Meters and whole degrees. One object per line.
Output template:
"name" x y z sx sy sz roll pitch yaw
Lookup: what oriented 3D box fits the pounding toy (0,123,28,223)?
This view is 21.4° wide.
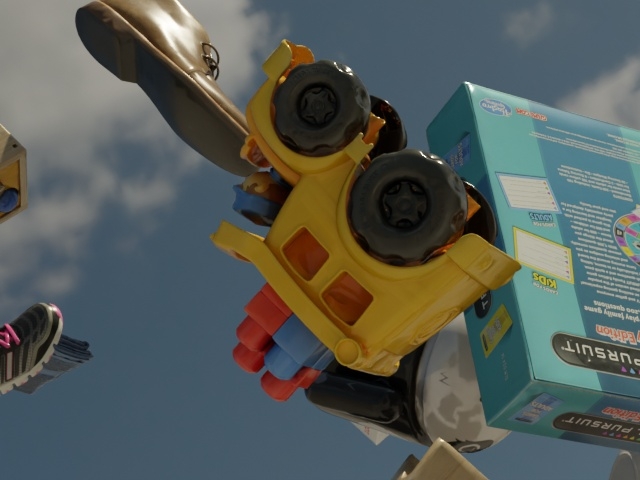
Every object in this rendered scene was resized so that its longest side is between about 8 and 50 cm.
"pounding toy" -0.401 -0.062 1.942 0.130 0.100 0.141 -34 -25 -29

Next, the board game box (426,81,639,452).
"board game box" 0.246 0.029 1.554 0.254 0.336 0.079 13 -41 -25

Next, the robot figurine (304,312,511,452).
"robot figurine" 0.090 0.122 1.760 0.209 0.278 0.173 -60 -37 -22

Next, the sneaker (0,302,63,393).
"sneaker" -0.338 0.116 1.704 0.170 0.063 0.075 -38 -45 -3

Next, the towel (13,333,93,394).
"towel" -0.318 0.139 1.914 0.067 0.029 0.119 23 -37 -40

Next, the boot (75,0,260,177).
"boot" -0.153 -0.201 2.018 0.115 0.305 0.112 -34 -22 -29

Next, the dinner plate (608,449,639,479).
"dinner plate" 0.380 0.311 2.098 0.017 0.141 0.141 7 -38 -11

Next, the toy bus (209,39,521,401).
"toy bus" 0.000 0.000 1.201 0.211 0.220 0.149 -45 -17 8

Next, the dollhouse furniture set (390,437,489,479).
"dollhouse furniture set" 0.108 0.452 1.657 0.256 0.394 0.362 -49 3 -32

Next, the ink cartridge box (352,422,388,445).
"ink cartridge box" 0.045 0.188 2.585 0.092 0.219 0.160 -41 -21 -21
